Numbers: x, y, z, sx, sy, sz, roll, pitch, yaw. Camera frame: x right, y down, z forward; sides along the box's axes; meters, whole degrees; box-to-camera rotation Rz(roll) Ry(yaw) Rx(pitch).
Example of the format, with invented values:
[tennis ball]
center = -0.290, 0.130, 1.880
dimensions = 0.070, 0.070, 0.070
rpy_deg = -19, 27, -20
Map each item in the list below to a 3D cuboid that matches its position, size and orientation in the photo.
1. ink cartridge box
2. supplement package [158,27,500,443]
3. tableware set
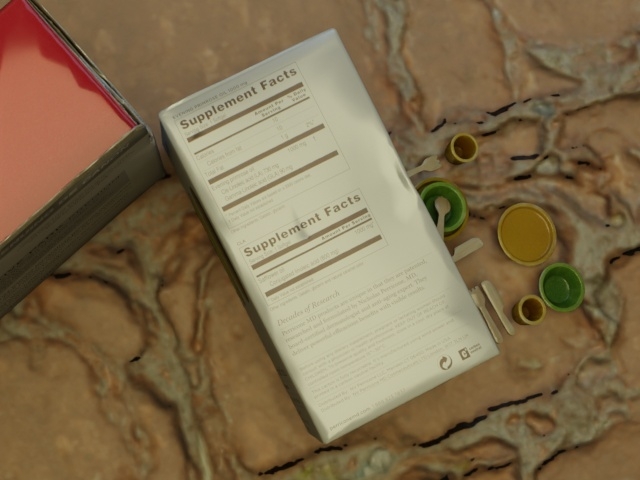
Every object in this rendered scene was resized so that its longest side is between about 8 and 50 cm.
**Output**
[ink cartridge box]
center = -0.256, -0.003, 0.934
dimensions = 0.309, 0.272, 0.130
rpy_deg = -42, 90, -6
[supplement package]
center = 0.000, 0.000, 1.021
dimensions = 0.134, 0.139, 0.244
rpy_deg = -27, 88, -7
[tableware set]
center = 0.127, -0.005, 1.076
dimensions = 0.104, 0.024, 0.154
rpy_deg = -27, 87, -21
